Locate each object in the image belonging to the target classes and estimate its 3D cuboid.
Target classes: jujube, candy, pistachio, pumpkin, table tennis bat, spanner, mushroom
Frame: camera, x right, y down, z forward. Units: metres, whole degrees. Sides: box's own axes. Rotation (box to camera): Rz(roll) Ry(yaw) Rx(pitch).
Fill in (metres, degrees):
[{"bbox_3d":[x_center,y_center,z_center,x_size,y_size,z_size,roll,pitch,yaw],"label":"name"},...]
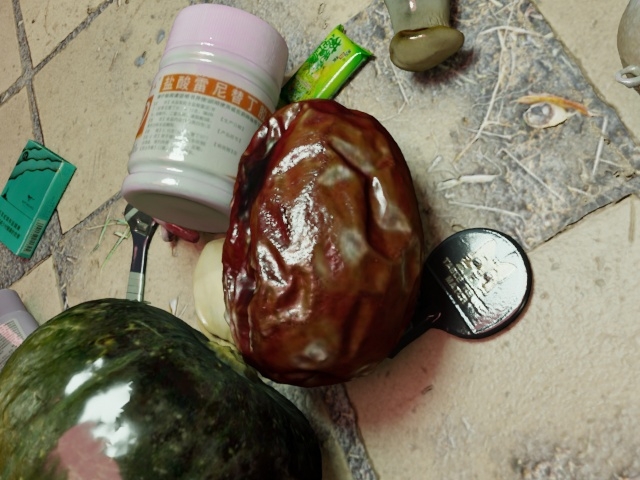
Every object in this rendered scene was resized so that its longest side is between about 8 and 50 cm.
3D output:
[{"bbox_3d":[0.001,0.000,0.908,0.277,0.276,0.376,-19,64,27],"label":"jujube"},{"bbox_3d":[0.000,-0.273,1.133,0.178,0.032,0.102,-45,57,14],"label":"candy"},{"bbox_3d":[-0.125,0.091,1.059,0.145,0.117,0.200,-13,54,-12],"label":"pistachio"},{"bbox_3d":[-0.212,0.282,0.860,0.454,0.454,0.344,35,80,35],"label":"pumpkin"},{"bbox_3d":[0.176,0.081,0.918,0.236,0.027,0.150,-40,58,14],"label":"table tennis bat"},{"bbox_3d":[-0.338,0.065,1.254,0.087,0.024,0.315,-6,72,25],"label":"spanner"},{"bbox_3d":[0.137,-0.398,1.049,0.159,0.122,0.328,135,134,-58],"label":"mushroom"}]

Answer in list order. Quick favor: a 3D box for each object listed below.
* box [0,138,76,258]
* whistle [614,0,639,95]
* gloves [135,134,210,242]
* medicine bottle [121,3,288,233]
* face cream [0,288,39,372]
[{"bbox_3d":[-0.639,-0.094,1.481,0.161,0.042,0.226,28,91,34],"label":"box"},{"bbox_3d":[0.484,-0.251,0.765,0.348,0.189,0.189,-30,59,-3],"label":"whistle"},{"bbox_3d":[-0.266,-0.098,1.201,0.145,0.126,0.241,-34,52,14],"label":"gloves"},{"bbox_3d":[-0.178,-0.189,1.075,0.202,0.202,0.315,1,71,33],"label":"medicine bottle"},{"bbox_3d":[-0.586,0.226,1.332,0.154,0.096,0.273,-40,71,13],"label":"face cream"}]
